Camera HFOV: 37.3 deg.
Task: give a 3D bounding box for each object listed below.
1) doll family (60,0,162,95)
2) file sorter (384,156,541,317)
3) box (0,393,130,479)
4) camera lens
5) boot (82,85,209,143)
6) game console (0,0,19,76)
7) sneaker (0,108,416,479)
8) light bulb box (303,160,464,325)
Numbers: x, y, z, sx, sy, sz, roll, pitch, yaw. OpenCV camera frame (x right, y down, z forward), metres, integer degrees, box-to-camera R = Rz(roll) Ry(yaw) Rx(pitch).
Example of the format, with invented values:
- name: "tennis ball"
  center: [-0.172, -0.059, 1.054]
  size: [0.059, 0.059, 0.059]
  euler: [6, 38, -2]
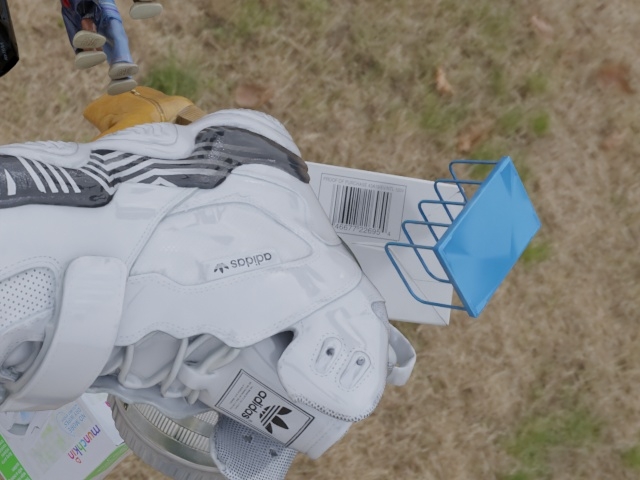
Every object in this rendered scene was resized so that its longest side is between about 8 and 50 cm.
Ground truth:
- name: "doll family"
  center: [-0.153, -0.187, 0.656]
  size: [0.076, 0.193, 0.111]
  euler: [-12, 68, -34]
- name: "file sorter"
  center: [0.179, -0.010, 1.203]
  size: [0.170, 0.105, 0.118]
  euler: [-50, 125, -26]
- name: "box"
  center: [-0.359, 0.222, 1.307]
  size: [0.231, 0.262, 0.127]
  euler: [53, 37, 8]
- name: "camera lens"
  center: [-0.092, 0.102, 1.025]
  size: [0.220, 0.274, 0.219]
  euler: [20, 31, -13]
- name: "boot"
  center: [-0.319, -0.168, 1.503]
  size: [0.211, 0.104, 0.295]
  euler: [24, 34, 34]
- name: "game console"
  center: [-0.374, -0.279, 0.753]
  size: [0.044, 0.213, 0.361]
  euler: [-9, 86, -77]
- name: "sneaker"
  center: [-0.093, 0.054, 0.516]
  size: [0.210, 0.137, 0.366]
  euler: [51, 40, 13]
- name: "light bulb box"
  center: [0.000, 0.000, 1.572]
  size: [0.358, 0.361, 0.225]
  euler: [8, 89, -14]
